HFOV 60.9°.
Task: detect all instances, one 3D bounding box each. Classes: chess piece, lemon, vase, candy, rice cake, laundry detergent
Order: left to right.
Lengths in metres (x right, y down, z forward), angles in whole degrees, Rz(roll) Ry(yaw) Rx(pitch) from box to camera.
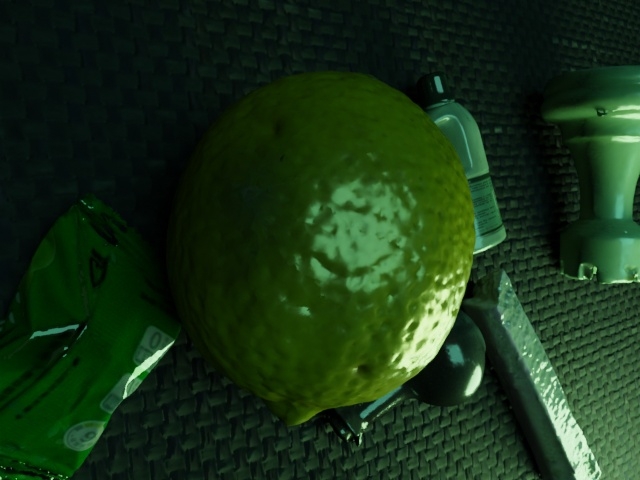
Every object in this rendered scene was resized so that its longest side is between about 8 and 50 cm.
[{"bbox_3d":[-0.188,0.079,0.404,0.141,0.078,0.203,41,69,-25],"label":"candy"},{"bbox_3d":[0.000,0.000,0.445,0.268,0.267,0.267,4,83,-36],"label":"lemon"},{"bbox_3d":[0.088,0.146,0.579,0.183,0.120,0.120,-34,106,-19],"label":"vase"},{"bbox_3d":[0.165,-0.096,0.677,0.099,0.070,0.225,-20,98,-29],"label":"laundry detergent"},{"bbox_3d":[0.285,0.204,0.733,0.056,0.073,0.364,-36,107,-30],"label":"rice cake"},{"bbox_3d":[0.427,-0.092,0.808,0.195,0.195,0.298,-3,96,-36],"label":"chess piece"}]
